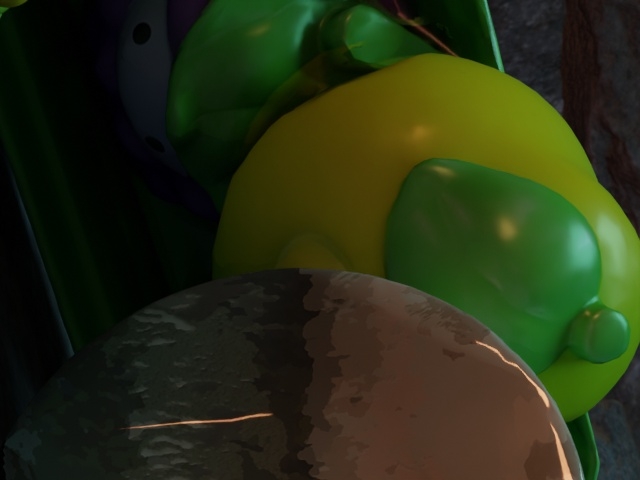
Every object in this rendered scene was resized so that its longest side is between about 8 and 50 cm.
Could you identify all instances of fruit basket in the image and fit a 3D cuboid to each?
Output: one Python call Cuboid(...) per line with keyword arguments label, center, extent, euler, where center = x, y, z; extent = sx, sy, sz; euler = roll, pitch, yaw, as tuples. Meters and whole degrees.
Cuboid(label="fruit basket", center=(0.000, 0.000, 0.795), extent=(0.392, 0.283, 0.392), euler=(-14, 90, -82))

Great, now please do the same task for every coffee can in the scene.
Cuboid(label="coffee can", center=(0.003, 0.169, 0.638), extent=(0.275, 0.201, 0.201), euler=(78, -4, -52))

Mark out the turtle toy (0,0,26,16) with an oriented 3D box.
Cuboid(label="turtle toy", center=(-0.156, -0.145, 0.678), extent=(0.095, 0.066, 0.130), euler=(-113, -173, -71))
